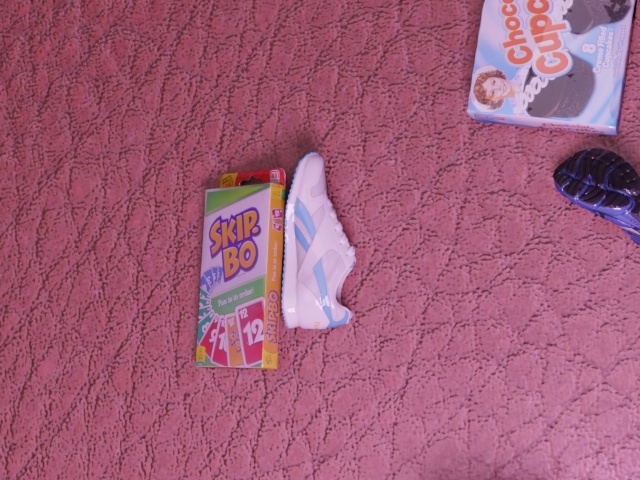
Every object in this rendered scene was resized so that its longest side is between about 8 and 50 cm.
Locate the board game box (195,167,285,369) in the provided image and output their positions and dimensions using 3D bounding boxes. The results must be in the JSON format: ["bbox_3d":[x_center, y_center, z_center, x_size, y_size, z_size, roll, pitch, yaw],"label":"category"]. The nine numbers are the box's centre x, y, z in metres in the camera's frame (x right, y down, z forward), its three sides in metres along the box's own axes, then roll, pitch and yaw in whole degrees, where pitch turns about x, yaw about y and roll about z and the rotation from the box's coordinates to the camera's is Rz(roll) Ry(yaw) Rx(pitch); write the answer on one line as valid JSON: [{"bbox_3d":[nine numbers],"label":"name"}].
[{"bbox_3d":[-0.103,0.036,1.799,0.124,0.039,0.259,-4,78,42],"label":"board game box"}]

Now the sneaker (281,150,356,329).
[{"bbox_3d":[0.000,0.000,1.782,0.092,0.087,0.228,1,88,4],"label":"sneaker"}]

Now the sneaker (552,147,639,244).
[{"bbox_3d":[0.376,-0.037,1.686,0.221,0.087,0.083,31,68,32],"label":"sneaker"}]

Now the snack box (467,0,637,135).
[{"bbox_3d":[0.302,-0.301,1.749,0.187,0.060,0.322,7,85,16],"label":"snack box"}]
